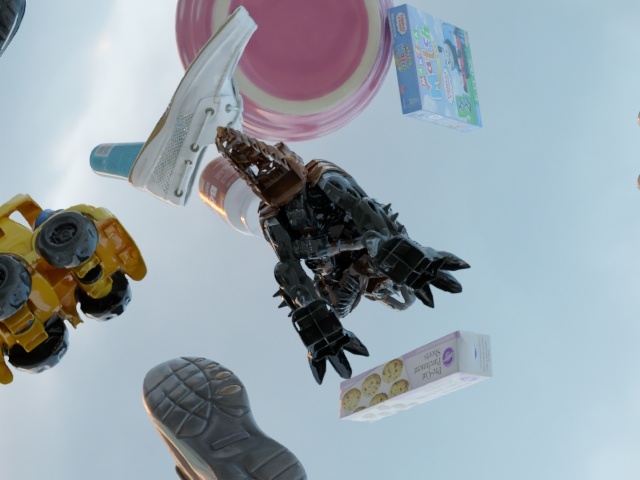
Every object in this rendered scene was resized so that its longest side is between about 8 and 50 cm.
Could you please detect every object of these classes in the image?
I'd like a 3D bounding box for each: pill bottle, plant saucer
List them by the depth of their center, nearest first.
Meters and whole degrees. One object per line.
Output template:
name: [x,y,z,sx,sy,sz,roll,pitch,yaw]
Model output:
plant saucer: [-0.041,-0.305,1.708,0.084,0.332,0.332,-152,-111,-73]
pill bottle: [-0.139,-0.080,2.211,0.216,0.121,0.121,35,-65,58]

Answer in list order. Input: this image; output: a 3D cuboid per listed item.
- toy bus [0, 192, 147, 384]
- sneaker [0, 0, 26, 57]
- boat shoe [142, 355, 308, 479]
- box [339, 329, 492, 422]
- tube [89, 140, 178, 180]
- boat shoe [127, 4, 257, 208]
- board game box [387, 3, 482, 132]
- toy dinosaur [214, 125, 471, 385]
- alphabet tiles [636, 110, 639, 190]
toy bus: [-0.345,0.022,1.374,0.211,0.220,0.149,43,-16,36]
sneaker: [-0.374,-0.194,1.191,0.283,0.124,0.107,-32,-81,35]
boat shoe: [-0.121,0.251,1.372,0.324,0.123,0.116,-133,-143,-51]
box: [0.136,0.211,1.790,0.324,0.063,0.067,-32,-127,53]
tube: [-0.271,-0.116,1.738,0.207,0.052,0.080,8,-100,52]
boat shoe: [-0.133,-0.154,1.430,0.096,0.098,0.277,33,-58,-2]
board game box: [0.175,-0.255,1.781,0.039,0.211,0.160,-12,-98,31]
toy dinosaur: [0.000,0.000,1.104,0.164,0.322,0.218,-54,-137,23]
alphabet tiles: [0.490,-0.163,1.394,0.021,0.284,0.278,43,-68,46]
